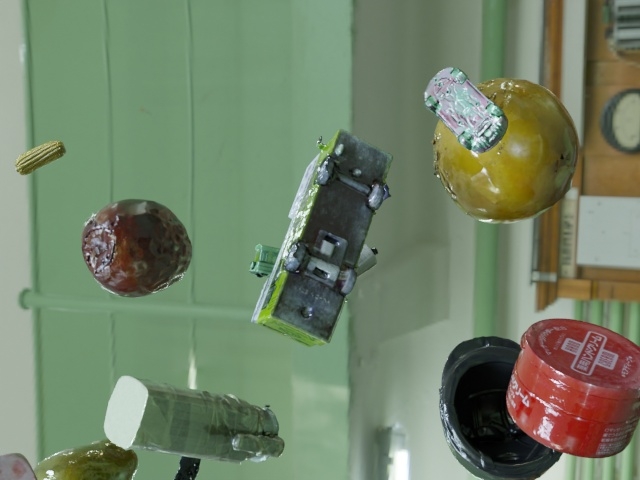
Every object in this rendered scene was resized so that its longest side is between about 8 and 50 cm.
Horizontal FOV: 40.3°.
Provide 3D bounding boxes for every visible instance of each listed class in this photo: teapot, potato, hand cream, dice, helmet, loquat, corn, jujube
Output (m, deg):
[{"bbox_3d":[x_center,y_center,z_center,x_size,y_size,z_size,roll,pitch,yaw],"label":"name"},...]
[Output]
[{"bbox_3d":[-0.129,0.209,0.982,0.200,0.107,0.077,21,-98,-42],"label":"teapot"},{"bbox_3d":[-0.440,0.449,1.652,0.194,0.157,0.157,-28,-58,-39],"label":"potato"},{"bbox_3d":[0.044,0.066,1.837,0.186,0.087,0.054,-31,-44,-18],"label":"hand cream"},{"bbox_3d":[0.370,0.209,1.253,0.193,0.193,0.125,-41,-36,-62],"label":"hand cream"},{"bbox_3d":[-0.408,0.333,1.116,0.091,0.093,0.094,-21,-25,-30],"label":"dice"},{"bbox_3d":[0.328,0.331,1.617,0.160,0.230,0.279,87,170,-52],"label":"helmet"},{"bbox_3d":[0.288,-0.142,1.369,0.235,0.235,0.235,3,-90,-69],"label":"loquat"},{"bbox_3d":[-0.474,-0.141,1.476,0.037,0.092,0.037,-23,-90,-88],"label":"corn"},{"bbox_3d":[-0.332,0.013,1.605,0.243,0.183,0.183,-4,-83,-69],"label":"jujube"}]

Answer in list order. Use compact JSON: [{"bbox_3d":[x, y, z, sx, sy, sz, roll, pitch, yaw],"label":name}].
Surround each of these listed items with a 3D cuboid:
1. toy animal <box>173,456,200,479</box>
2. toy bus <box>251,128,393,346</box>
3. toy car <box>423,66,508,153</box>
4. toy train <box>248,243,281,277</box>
[{"bbox_3d":[-0.244,0.458,1.505,0.108,0.062,0.220,39,-124,-61],"label":"toy animal"},{"bbox_3d":[0.000,0.000,1.237,0.139,0.113,0.301,-38,29,62],"label":"toy bus"},{"bbox_3d":[0.197,-0.176,1.180,0.069,0.142,0.055,-48,-38,18],"label":"toy car"},{"bbox_3d":[-0.074,0.041,1.489,0.038,0.093,0.056,167,114,-68],"label":"toy train"}]
